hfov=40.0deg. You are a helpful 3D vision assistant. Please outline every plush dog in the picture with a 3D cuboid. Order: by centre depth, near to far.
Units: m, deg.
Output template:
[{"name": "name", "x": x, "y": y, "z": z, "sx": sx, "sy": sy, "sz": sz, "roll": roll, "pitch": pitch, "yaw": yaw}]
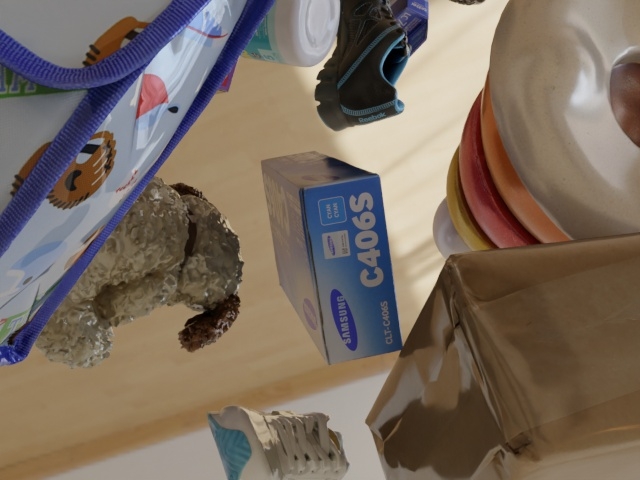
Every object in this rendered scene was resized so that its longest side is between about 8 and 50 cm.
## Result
[{"name": "plush dog", "x": -0.181, "y": 0.000, "z": 0.963, "sx": 0.225, "sy": 0.263, "sz": 0.210, "roll": 17, "pitch": 139, "yaw": -43}]

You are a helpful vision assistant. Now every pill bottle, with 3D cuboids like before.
[{"name": "pill bottle", "x": -0.115, "y": -0.344, "z": 1.300, "sx": 0.264, "sy": 0.146, "sz": 0.146, "roll": 14, "pitch": 153, "yaw": 26}]

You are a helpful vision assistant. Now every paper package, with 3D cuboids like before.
[{"name": "paper package", "x": 0.231, "y": 0.136, "z": 0.738, "sx": 0.324, "sy": 0.168, "sz": 0.309, "roll": -7, "pitch": 148, "yaw": -16}]

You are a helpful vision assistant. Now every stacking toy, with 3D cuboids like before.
[{"name": "stacking toy", "x": 0.254, "y": -0.065, "z": 1.027, "sx": 0.350, "sy": 0.351, "sz": 0.480, "roll": 3, "pitch": 161, "yaw": -20}]

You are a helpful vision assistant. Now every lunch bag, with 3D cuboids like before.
[{"name": "lunch bag", "x": -0.236, "y": -0.143, "z": 0.521, "sx": 0.328, "sy": 0.239, "sz": 0.385, "roll": 40, "pitch": 99, "yaw": -1}]

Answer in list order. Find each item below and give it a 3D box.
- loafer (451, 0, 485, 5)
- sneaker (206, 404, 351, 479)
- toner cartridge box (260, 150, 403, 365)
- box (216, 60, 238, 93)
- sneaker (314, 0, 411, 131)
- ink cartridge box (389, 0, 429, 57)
[{"name": "loafer", "x": 0.078, "y": -0.336, "z": 0.855, "sx": 0.092, "sy": 0.268, "sz": 0.102, "roll": -46, "pitch": 164, "yaw": 13}, {"name": "sneaker", "x": -0.033, "y": 0.180, "z": 0.759, "sx": 0.092, "sy": 0.087, "sz": 0.229, "roll": -22, "pitch": 160, "yaw": 3}, {"name": "toner cartridge box", "x": 0.000, "y": 0.000, "z": 0.934, "sx": 0.075, "sy": 0.348, "sz": 0.165, "roll": -11, "pitch": 100, "yaw": -8}, {"name": "box", "x": -0.199, "y": -0.206, "z": 0.919, "sx": 0.200, "sy": 0.293, "sz": 0.057, "roll": 17, "pitch": 94, "yaw": -14}, {"name": "sneaker", "x": 0.090, "y": -0.334, "z": 1.445, "sx": 0.139, "sy": 0.341, "sz": 0.125, "roll": -3, "pitch": 157, "yaw": 27}, {"name": "ink cartridge box", "x": 0.137, "y": -0.466, "z": 1.718, "sx": 0.065, "sy": 0.311, "sz": 0.186, "roll": 17, "pitch": 149, "yaw": -26}]
